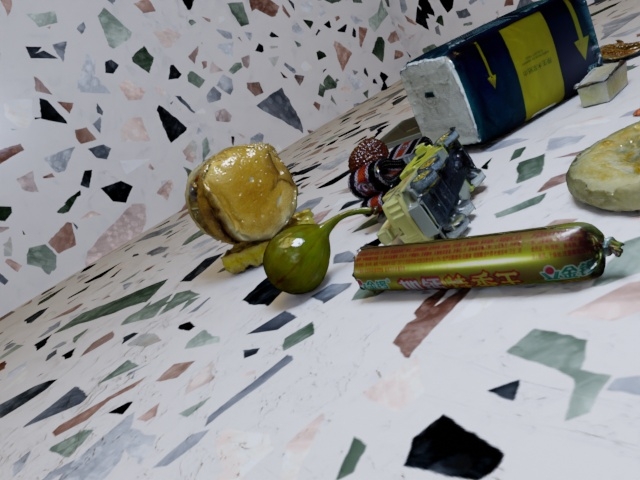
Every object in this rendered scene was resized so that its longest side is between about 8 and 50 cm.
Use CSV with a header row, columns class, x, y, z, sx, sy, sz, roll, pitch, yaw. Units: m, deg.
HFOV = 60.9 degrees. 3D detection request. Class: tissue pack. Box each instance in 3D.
class,x,y,z,sx,sy,sz,roll,pitch,yaw
tissue pack,0.455,-0.426,1.380,0.417,0.253,0.264,-31,18,-13

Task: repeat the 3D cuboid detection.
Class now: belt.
class,x,y,z,sx,sy,sz,roll,pitch,yaw
belt,0.176,-0.153,1.222,0.094,0.126,0.359,-25,12,33

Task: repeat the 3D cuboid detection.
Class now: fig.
class,x,y,z,sx,sy,sz,roll,pitch,yaw
fig,0.000,0.000,0.972,0.236,0.124,0.124,-40,14,11

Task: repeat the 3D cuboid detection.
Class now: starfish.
class,x,y,z,sx,sy,sz,roll,pitch,yaw
starfish,0.795,-0.518,1.514,0.240,0.043,0.227,-37,18,-22

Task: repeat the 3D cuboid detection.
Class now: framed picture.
class,x,y,z,sx,sy,sz,roll,pitch,yaw
framed picture,0.322,-0.395,1.911,0.240,0.020,0.324,-13,21,40

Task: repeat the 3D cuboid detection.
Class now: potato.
class,x,y,z,sx,sy,sz,roll,pitch,yaw
potato,0.631,-0.350,1.222,0.122,0.061,0.086,-40,21,-32

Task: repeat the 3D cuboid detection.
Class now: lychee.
class,x,y,z,sx,sy,sz,roll,pitch,yaw
lychee,0.138,-0.219,1.492,0.129,0.123,0.123,-59,-3,33

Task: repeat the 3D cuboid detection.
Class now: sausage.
class,x,y,z,sx,sy,sz,roll,pitch,yaw
sausage,0.203,0.028,0.723,0.372,0.082,0.082,-8,25,46

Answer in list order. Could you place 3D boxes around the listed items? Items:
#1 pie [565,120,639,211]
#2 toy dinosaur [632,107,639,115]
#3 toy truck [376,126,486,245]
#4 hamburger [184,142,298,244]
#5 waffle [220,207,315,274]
class,x,y,z,sx,sy,sz,roll,pitch,yaw
pie,0.486,-0.121,0.760,0.274,0.055,0.274,-25,17,8
toy dinosaur,0.706,-0.299,0.969,0.280,0.055,0.101,-25,7,13
toy truck,0.195,-0.087,1.003,0.157,0.124,0.272,-28,16,37
hamburger,-0.186,-0.108,1.268,0.244,0.244,0.163,-33,16,-19
waffle,-0.110,-0.013,1.356,0.229,0.057,0.219,-19,19,21
